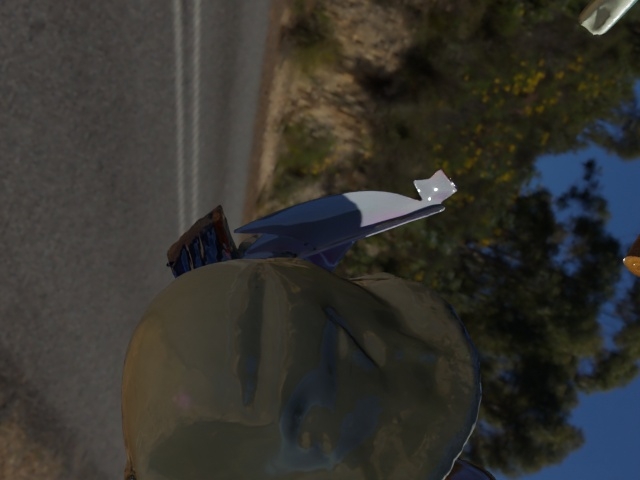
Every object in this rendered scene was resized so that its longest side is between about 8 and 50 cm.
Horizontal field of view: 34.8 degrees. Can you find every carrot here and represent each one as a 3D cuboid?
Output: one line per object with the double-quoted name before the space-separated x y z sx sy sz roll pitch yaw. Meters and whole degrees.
"carrot" 0.578 -0.043 1.716 0.224 0.057 0.057 -59 180 -19

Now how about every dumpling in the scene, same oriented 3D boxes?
"dumpling" -0.012 0.106 0.640 0.175 0.227 0.243 74 11 -57

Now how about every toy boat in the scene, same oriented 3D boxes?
"toy boat" -0.024 -0.003 1.079 0.318 0.219 0.072 -29 -121 25

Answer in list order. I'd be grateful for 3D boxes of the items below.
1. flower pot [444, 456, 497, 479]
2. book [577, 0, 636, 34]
"flower pot" 0.117 0.329 1.173 0.190 0.191 0.173 -67 160 -8
"book" 0.364 -0.345 0.820 0.379 0.031 0.264 -48 176 -31
